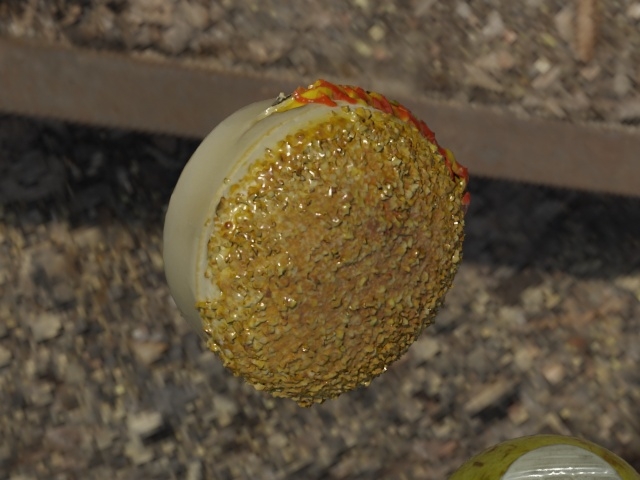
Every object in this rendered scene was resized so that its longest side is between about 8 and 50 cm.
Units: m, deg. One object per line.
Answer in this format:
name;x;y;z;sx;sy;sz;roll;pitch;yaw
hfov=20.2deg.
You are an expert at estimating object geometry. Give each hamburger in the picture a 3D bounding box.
hamburger;0.000;0.000;1.618;0.276;0.179;0.294;37;79;-39

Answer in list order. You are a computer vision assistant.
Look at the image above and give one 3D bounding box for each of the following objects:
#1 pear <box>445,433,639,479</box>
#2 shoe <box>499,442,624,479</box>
pear;0.238;0.342;1.890;0.283;0.283;0.283;-9;122;-16
shoe;0.156;0.234;1.081;0.099;0.125;0.227;-2;87;10
